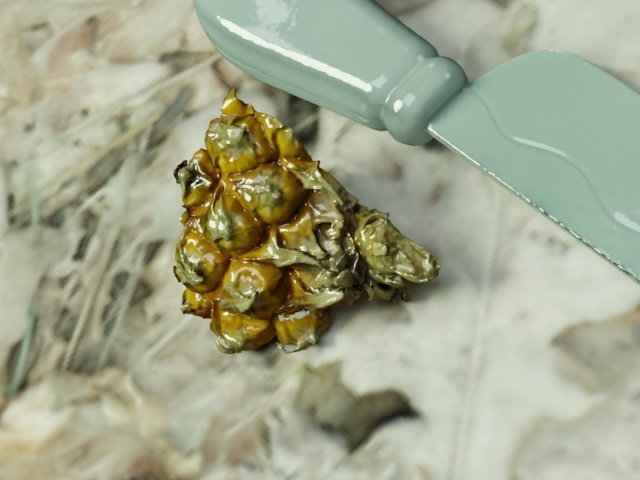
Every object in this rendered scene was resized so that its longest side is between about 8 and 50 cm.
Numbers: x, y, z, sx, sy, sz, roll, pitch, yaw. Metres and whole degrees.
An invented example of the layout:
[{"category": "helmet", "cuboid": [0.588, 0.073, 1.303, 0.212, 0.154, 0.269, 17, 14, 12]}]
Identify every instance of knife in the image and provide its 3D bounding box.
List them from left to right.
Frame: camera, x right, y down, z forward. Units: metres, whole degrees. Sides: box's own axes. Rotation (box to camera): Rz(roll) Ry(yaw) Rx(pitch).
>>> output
[{"category": "knife", "cuboid": [0.078, -0.052, 0.632, 0.331, 0.044, 0.080, 33, 76, 27]}]

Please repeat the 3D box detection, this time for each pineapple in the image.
[{"category": "pineapple", "cuboid": [0.000, 0.000, 0.634, 0.114, 0.077, 0.114, 18, 109, 20]}]
